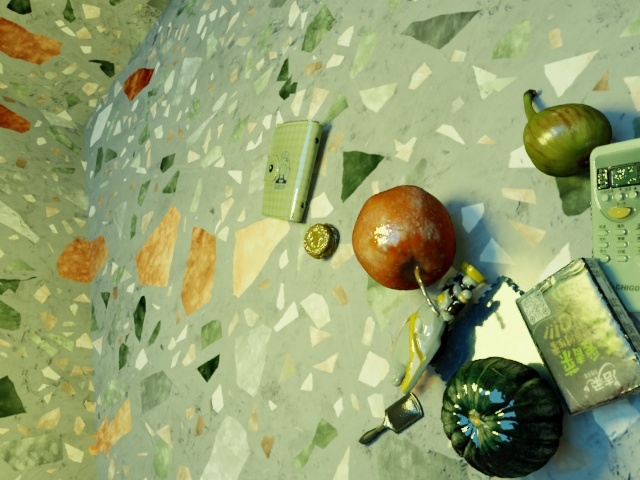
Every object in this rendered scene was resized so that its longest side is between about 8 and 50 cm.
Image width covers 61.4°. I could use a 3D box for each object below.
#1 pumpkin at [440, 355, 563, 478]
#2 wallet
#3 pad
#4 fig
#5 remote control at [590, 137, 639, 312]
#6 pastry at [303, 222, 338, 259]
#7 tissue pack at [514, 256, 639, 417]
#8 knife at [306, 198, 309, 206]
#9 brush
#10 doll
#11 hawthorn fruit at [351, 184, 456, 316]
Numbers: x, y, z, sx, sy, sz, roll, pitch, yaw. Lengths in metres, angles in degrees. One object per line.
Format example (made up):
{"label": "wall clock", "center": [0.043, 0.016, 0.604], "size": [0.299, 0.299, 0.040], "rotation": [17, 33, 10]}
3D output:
{"label": "pumpkin", "center": [0.329, 0.323, 0.994], "size": [0.220, 0.162, 0.220], "rotation": [-13, 73, 53]}
{"label": "wallet", "center": [-0.097, -0.217, 1.684], "size": [0.223, 0.077, 0.309], "rotation": [12, 89, 49]}
{"label": "pad", "center": [0.371, 0.249, 1.101], "size": [0.269, 0.012, 0.269], "rotation": [-54, 47, 18]}
{"label": "fig", "center": [0.455, -0.239, 1.086], "size": [0.151, 0.151, 0.259], "rotation": [-47, 45, 24]}
{"label": "remote control", "center": [0.535, -0.024, 0.935], "size": [0.140, 0.056, 0.296], "rotation": [178, 92, -69]}
{"label": "pastry", "center": [0.000, 0.000, 1.525], "size": [0.097, 0.057, 0.109], "rotation": [1, 79, 44]}
{"label": "tissue pack", "center": [0.463, 0.167, 0.950], "size": [0.173, 0.073, 0.235], "rotation": [-51, 47, 44]}
{"label": "knife", "center": [-0.048, -0.137, 1.656], "size": [0.014, 0.005, 0.091], "rotation": [-40, 52, 28]}
{"label": "brush", "center": [0.158, 0.426, 1.254], "size": [0.193, 0.016, 0.063], "rotation": [-45, 48, 25]}
{"label": "doll", "center": [0.245, 0.190, 1.173], "size": [0.316, 0.103, 0.145], "rotation": [-55, 29, 7]}
{"label": "hawthorn fruit", "center": [0.192, -0.007, 1.188], "size": [0.231, 0.235, 0.263], "rotation": [-45, 13, -15]}
